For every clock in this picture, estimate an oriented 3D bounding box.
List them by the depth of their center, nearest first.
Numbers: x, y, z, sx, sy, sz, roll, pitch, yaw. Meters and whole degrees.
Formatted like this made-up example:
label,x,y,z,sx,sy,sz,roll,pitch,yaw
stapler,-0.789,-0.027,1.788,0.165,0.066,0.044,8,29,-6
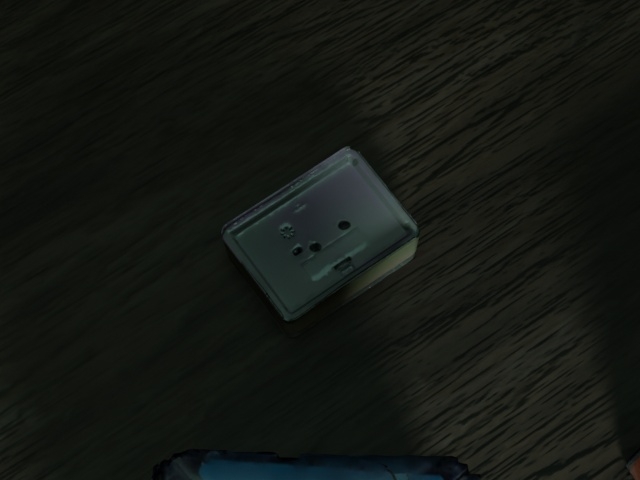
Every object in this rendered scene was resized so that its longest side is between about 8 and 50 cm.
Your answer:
label,x,y,z,sx,sy,sz,roll,pitch,yaw
clock,0.000,0.000,1.449,0.192,0.071,0.147,-34,71,-12

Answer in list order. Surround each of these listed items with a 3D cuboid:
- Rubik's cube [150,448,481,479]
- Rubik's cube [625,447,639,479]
label,x,y,z,sx,sy,sz,roll,pitch,yaw
Rubik's cube,-0.013,0.379,1.164,0.310,0.305,0.307,1,67,2
Rubik's cube,0.466,0.247,1.262,0.205,0.205,0.207,-27,68,-9
